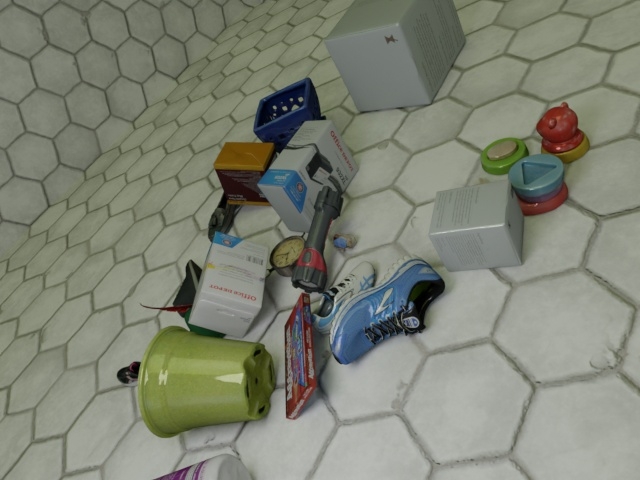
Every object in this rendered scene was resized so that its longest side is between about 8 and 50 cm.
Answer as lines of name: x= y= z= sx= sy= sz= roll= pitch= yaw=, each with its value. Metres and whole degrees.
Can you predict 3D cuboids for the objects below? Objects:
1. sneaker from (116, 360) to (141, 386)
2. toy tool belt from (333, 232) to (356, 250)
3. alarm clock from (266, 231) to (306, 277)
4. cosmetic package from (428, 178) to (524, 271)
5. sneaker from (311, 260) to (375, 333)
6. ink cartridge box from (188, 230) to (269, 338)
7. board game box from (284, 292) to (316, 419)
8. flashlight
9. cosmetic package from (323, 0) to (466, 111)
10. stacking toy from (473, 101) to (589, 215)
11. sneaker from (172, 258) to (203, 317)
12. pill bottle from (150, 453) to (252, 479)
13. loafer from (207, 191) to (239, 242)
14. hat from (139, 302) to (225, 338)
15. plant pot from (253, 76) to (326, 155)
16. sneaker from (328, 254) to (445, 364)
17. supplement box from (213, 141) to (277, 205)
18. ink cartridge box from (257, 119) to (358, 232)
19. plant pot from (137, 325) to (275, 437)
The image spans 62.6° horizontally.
sneaker: x=-0.558 y=0.394 z=1.594 sx=0.178 sy=0.077 sz=0.072 roll=-11 pitch=42 yaw=29
toy tool belt: x=0.062 y=0.006 z=1.561 sx=0.083 sy=0.052 sz=0.051 roll=7 pitch=46 yaw=42
alarm clock: x=-0.105 y=0.061 z=1.617 sx=0.192 sy=0.064 sz=0.129 roll=-33 pitch=38 yaw=0
cosmetic package: x=0.382 y=-0.033 z=1.277 sx=0.183 sy=0.151 sz=0.151 roll=-7 pitch=46 yaw=32
sneaker: x=0.060 y=0.140 z=1.392 sx=0.085 sy=0.086 sz=0.237 roll=18 pitch=61 yaw=48
ink cartridge box: x=-0.263 y=0.129 z=1.530 sx=0.233 sy=0.171 sz=0.168 roll=-86 pitch=20 yaw=-45
board game box: x=-0.055 y=0.280 z=1.307 sx=0.281 sy=0.027 sz=0.145 roll=-96 pitch=25 yaw=-49
flashlight: x=0.000 y=0.000 z=1.532 sx=0.103 sy=0.103 sz=0.304 roll=-38 pitch=32 yaw=59
cosmetic package: x=0.288 y=-0.743 z=1.959 sx=0.327 sy=0.329 sz=0.394 roll=6 pitch=52 yaw=39
stacking toy: x=0.528 y=-0.222 z=1.388 sx=0.279 sy=0.130 sz=0.309 roll=5 pitch=52 yaw=40
sneaker: x=-0.446 y=0.155 z=1.760 sx=0.118 sy=0.083 sz=0.222 roll=-38 pitch=35 yaw=4
pill bottle: x=-0.304 y=0.584 z=1.125 sx=0.301 sy=0.169 sz=0.169 roll=-24 pitch=39 yaw=13
loafer: x=-0.373 y=-0.112 z=1.987 sx=0.096 sy=0.084 sz=0.267 roll=-8 pitch=45 yaw=31
hat: x=-0.379 y=0.205 z=1.571 sx=0.208 sy=0.183 sz=0.173 roll=-43 pitch=38 yaw=-10
plant pot: x=-0.100 y=-0.450 z=2.038 sx=0.236 sy=0.212 sz=0.236 roll=-19 pitch=40 yaw=20
sneaker: x=0.161 y=0.173 z=1.246 sx=0.330 sy=0.130 sz=0.147 roll=-42 pitch=36 yaw=-9
supplement box: x=-0.254 y=-0.239 z=1.906 sx=0.191 sy=0.194 sz=0.129 roll=4 pitch=49 yaw=16
ink cartridge box: x=-0.032 y=-0.210 z=1.720 sx=0.129 sy=0.223 sz=0.307 roll=7 pitch=54 yaw=41
plant pot: x=-0.260 y=0.347 z=1.302 sx=0.253 sy=0.276 sz=0.276 roll=-5 pitch=46 yaw=17
